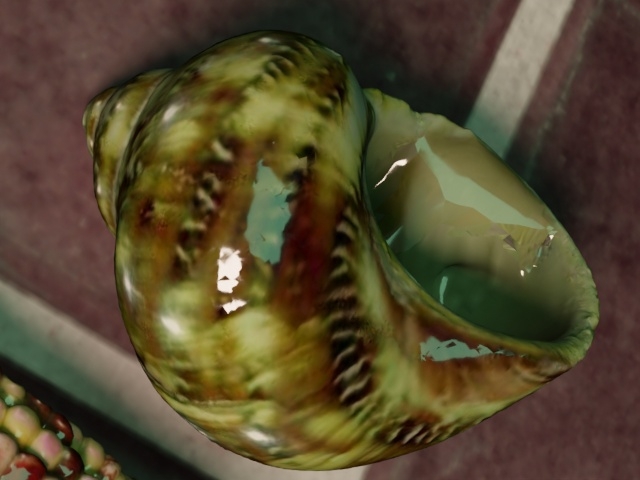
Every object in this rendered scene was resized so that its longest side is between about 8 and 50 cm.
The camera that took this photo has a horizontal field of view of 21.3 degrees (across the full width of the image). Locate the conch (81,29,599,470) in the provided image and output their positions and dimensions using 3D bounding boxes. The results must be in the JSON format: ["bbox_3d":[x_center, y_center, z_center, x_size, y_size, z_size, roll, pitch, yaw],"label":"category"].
[{"bbox_3d":[-0.002,0.001,0.645,0.187,0.124,0.181,-31,91,-53],"label":"conch"}]

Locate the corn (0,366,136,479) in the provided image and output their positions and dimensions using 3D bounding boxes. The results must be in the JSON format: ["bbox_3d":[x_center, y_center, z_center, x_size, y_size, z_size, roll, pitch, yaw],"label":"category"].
[{"bbox_3d":[-0.117,0.097,0.587,0.280,0.092,0.092,45,64,-13],"label":"corn"}]
